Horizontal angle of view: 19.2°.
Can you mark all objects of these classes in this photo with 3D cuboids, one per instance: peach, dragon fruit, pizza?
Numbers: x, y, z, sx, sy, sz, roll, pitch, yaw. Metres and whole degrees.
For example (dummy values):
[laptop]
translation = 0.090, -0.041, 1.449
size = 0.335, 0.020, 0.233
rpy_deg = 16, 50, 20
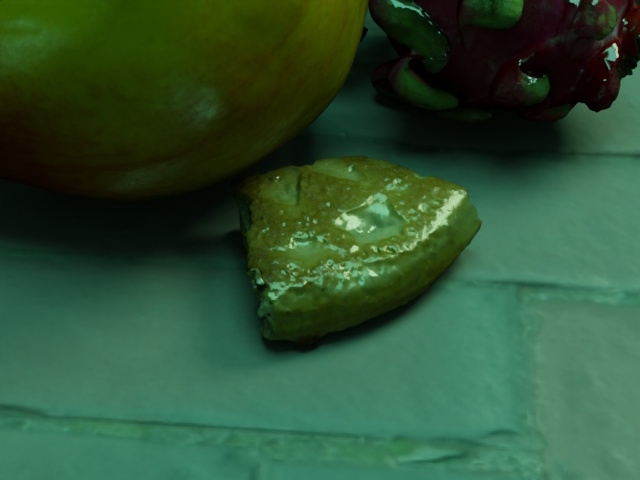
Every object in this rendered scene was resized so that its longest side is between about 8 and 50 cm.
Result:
[peach]
translation = -0.130, -0.160, 1.329
size = 0.289, 0.308, 0.289
rpy_deg = 42, 13, -12
[dragon fruit]
translation = 0.117, -0.183, 1.442
size = 0.273, 0.198, 0.218
rpy_deg = 17, 67, 51
[pizza]
translation = 0.000, 0.000, 1.301
size = 0.161, 0.062, 0.182
rpy_deg = 33, 53, 23

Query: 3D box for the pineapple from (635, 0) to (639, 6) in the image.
[pineapple]
translation = 0.293, -0.229, 1.597
size = 0.137, 0.069, 0.116
rpy_deg = 6, 33, -10
